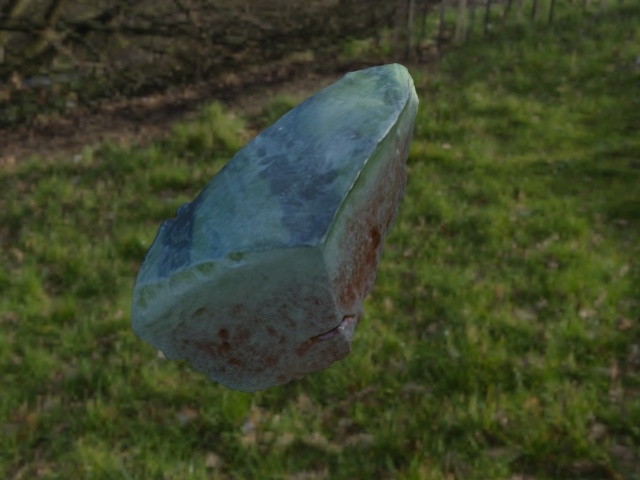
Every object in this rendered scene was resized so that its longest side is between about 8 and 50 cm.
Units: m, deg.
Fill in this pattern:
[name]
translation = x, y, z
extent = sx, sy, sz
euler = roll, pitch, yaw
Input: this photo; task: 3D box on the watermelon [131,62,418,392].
[watermelon]
translation = -0.003, -0.006, 0.511
extent = 0.094, 0.180, 0.081
euler = 30, 3, -46
